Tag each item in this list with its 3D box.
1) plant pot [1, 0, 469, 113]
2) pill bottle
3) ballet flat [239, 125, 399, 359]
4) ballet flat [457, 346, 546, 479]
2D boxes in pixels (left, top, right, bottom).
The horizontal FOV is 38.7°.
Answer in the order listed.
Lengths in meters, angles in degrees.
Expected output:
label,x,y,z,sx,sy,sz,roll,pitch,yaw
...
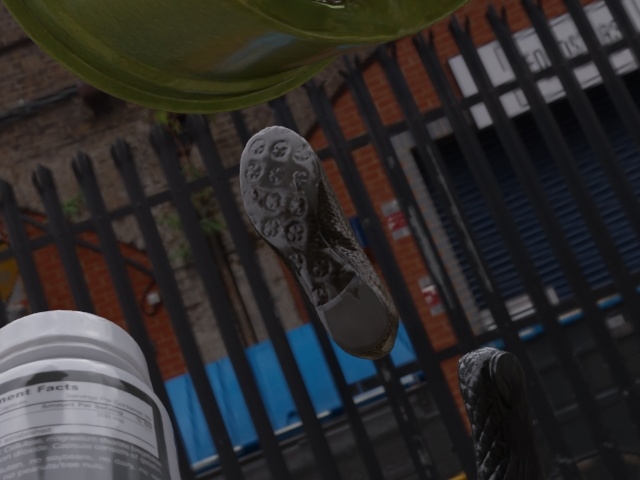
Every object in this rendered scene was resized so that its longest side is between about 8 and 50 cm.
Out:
label,x,y,z,sx,sy,sz,roll,pitch,yaw
plant pot,-0.030,-0.190,0.448,0.276,0.276,0.254,-18,18,-17
pill bottle,-0.167,0.180,0.588,0.161,0.283,0.161,-7,-59,-12
ballet flat,0.000,0.000,0.813,0.084,0.249,0.058,-38,-30,12
ballet flat,0.140,0.169,0.712,0.058,0.173,0.049,3,-12,-32
